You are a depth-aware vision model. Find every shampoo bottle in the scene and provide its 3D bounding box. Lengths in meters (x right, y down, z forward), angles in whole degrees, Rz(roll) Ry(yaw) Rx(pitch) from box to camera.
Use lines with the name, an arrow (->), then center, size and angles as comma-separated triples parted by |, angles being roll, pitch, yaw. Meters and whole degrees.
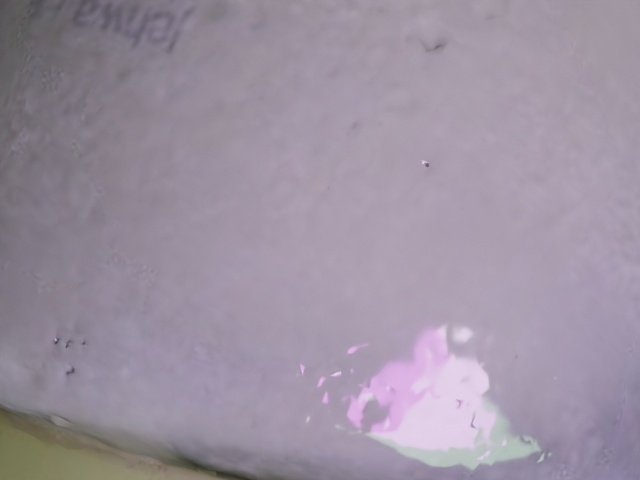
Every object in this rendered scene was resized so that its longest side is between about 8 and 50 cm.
shampoo bottle -> 0.000, 0.000, 0.726 | 0.322, 0.322, 0.317 | 9, 93, -41
